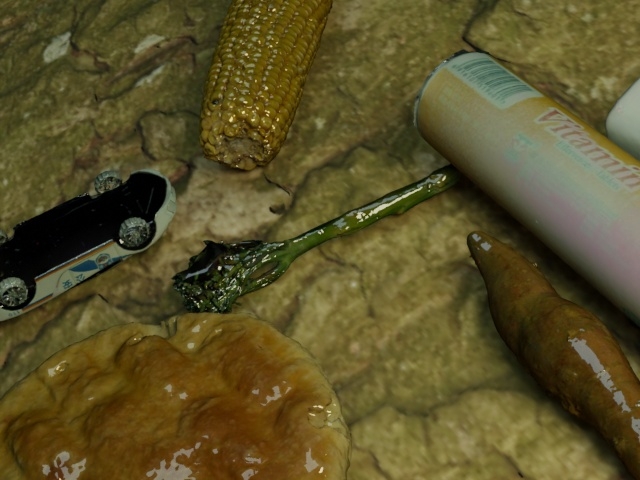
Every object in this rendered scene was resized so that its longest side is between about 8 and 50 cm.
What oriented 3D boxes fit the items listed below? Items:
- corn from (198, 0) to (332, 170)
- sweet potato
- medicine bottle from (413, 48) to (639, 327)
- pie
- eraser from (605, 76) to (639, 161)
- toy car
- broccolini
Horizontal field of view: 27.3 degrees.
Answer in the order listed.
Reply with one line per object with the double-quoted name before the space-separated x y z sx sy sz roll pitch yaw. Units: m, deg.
"corn" -0.051 -0.183 1.264 0.106 0.106 0.293 -7 44 19
"sweet potato" 0.173 0.083 0.899 0.067 0.067 0.274 -27 45 -5
"medicine bottle" 0.215 -0.013 0.945 0.108 0.108 0.426 -31 41 -9
"pie" -0.135 0.181 0.925 0.339 0.083 0.339 -13 39 11
"eraser" 0.367 -0.061 0.931 0.189 0.104 0.290 -37 42 -11
"toy car" -0.220 0.003 1.172 0.204 0.056 0.095 -27 40 -9
"broccolini" -0.001 0.001 1.101 0.254 0.071 0.057 -21 -2 -7
